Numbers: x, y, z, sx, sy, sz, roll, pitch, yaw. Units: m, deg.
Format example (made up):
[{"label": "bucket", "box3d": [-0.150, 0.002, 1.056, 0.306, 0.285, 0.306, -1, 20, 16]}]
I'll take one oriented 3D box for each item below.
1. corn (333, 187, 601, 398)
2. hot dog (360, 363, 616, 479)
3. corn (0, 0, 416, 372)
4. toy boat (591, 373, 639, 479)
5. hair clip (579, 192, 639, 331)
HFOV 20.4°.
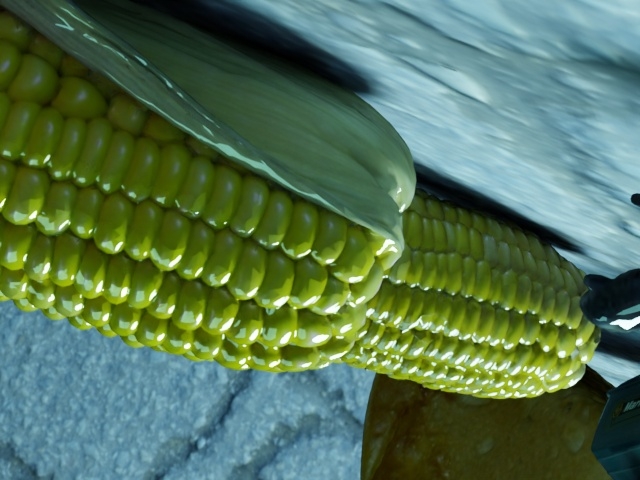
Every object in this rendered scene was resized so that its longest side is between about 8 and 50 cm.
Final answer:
[{"label": "corn", "box3d": [0.000, 0.000, 0.772, 0.291, 0.101, 0.101, 20, 177, -26]}, {"label": "hot dog", "box3d": [0.167, 0.213, 1.184, 0.185, 0.223, 0.405, 25, -170, -39]}, {"label": "corn", "box3d": [-0.115, -0.047, 0.615, 0.305, 0.122, 0.123, 24, -175, -11]}, {"label": "toy boat", "box3d": [0.212, 0.083, 0.828, 0.093, 0.103, 0.246, 36, 160, -5]}, {"label": "hair clip", "box3d": [0.158, 0.010, 0.449, 0.187, 0.056, 0.146, 9, 169, 30]}]
